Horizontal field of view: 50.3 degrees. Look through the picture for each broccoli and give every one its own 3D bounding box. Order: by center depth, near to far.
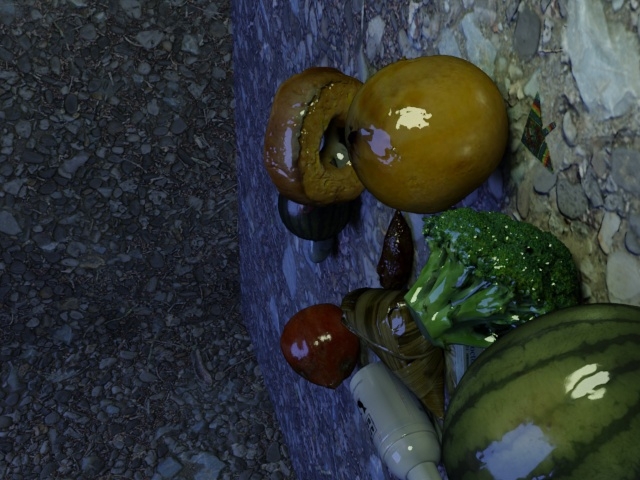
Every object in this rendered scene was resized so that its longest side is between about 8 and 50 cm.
[{"bbox_3d":[0.248,0.067,0.997,0.269,0.242,0.261,60,-178,-22],"label":"broccoli"}]

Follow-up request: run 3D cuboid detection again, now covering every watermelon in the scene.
[{"bbox_3d":[0.293,0.228,0.794,0.359,0.279,0.279,-39,55,31],"label":"watermelon"},{"bbox_3d":[-0.014,-0.100,1.847,0.212,0.212,0.212,170,90,-74],"label":"watermelon"}]

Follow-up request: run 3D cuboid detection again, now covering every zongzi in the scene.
[{"bbox_3d":[0.170,0.246,1.522,0.286,0.134,0.288,-1,107,61],"label":"zongzi"}]

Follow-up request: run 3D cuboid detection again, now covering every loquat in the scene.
[{"bbox_3d":[0.170,-0.170,1.094,0.263,0.263,0.263,170,90,-74],"label":"loquat"}]

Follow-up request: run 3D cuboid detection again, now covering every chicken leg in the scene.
[{"bbox_3d":[0.170,0.039,1.560,0.105,0.063,0.234,-122,29,-42],"label":"chicken leg"}]

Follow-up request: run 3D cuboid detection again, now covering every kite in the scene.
[{"bbox_3d":[0.324,-0.156,1.014,0.090,0.004,0.122,150,109,-73],"label":"kite"}]

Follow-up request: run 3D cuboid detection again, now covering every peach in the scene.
[{"bbox_3d":[0.007,0.319,1.996,0.256,0.232,0.232,-102,13,-46],"label":"peach"}]

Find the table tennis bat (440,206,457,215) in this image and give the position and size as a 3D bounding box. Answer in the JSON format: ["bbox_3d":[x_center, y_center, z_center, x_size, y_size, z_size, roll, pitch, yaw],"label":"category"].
[{"bbox_3d":[0.264,0.052,1.320,0.131,0.022,0.234,-166,68,-72],"label":"table tennis bat"}]

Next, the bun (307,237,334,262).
[{"bbox_3d":[0.000,0.000,2.084,0.141,0.083,0.140,175,90,-83],"label":"bun"}]

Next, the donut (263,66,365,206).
[{"bbox_3d":[0.007,-0.230,1.570,0.150,0.299,0.317,30,153,53],"label":"donut"}]

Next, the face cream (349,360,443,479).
[{"bbox_3d":[0.195,0.457,1.571,0.369,0.145,0.145,-117,24,-48],"label":"face cream"}]

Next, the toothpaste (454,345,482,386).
[{"bbox_3d":[0.285,0.241,1.312,0.034,0.046,0.164,-140,42,-69],"label":"toothpaste"}]
